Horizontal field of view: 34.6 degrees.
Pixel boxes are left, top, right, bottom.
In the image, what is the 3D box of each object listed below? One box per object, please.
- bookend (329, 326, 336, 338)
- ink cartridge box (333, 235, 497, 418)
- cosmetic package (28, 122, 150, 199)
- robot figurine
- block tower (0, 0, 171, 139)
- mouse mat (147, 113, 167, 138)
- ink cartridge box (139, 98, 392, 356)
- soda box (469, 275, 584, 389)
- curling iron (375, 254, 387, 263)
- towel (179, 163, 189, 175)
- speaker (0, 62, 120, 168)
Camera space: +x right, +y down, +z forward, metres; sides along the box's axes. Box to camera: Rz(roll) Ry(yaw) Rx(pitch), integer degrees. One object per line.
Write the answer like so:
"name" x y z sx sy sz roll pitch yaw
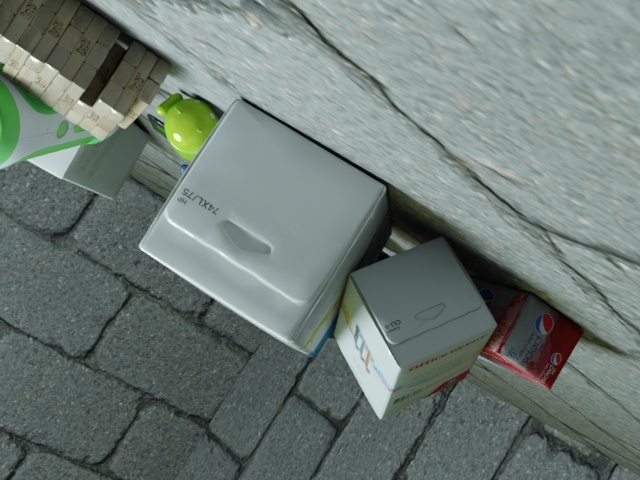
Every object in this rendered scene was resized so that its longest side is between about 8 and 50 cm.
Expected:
"bookend" 0.056 0.071 1.565 0.157 0.072 0.156 -1 103 66
"ink cartridge box" 0.105 0.103 1.194 0.127 0.128 0.176 61 162 22
"cosmetic package" -0.449 -0.195 1.812 0.197 0.155 0.365 30 179 2
"robot figurine" -0.158 -0.137 1.277 0.101 0.067 0.115 40 175 4
"block tower" -0.333 -0.239 1.113 0.335 0.091 0.097 33 153 -18
"mouse mat" -0.212 -0.153 1.760 0.189 0.007 0.152 31 174 -1
"ink cartridge box" -0.049 -0.002 1.194 0.198 0.197 0.270 32 175 9
"soda box" 0.210 0.104 1.296 0.092 0.083 0.263 34 175 -20
"curling iron" 0.117 0.048 1.564 0.068 0.035 0.274 33 175 -11
"towel" -0.223 -0.114 2.048 0.119 0.029 0.067 32 175 7
"speaker" -0.353 -0.165 1.275 0.131 0.131 0.296 31 -159 9
